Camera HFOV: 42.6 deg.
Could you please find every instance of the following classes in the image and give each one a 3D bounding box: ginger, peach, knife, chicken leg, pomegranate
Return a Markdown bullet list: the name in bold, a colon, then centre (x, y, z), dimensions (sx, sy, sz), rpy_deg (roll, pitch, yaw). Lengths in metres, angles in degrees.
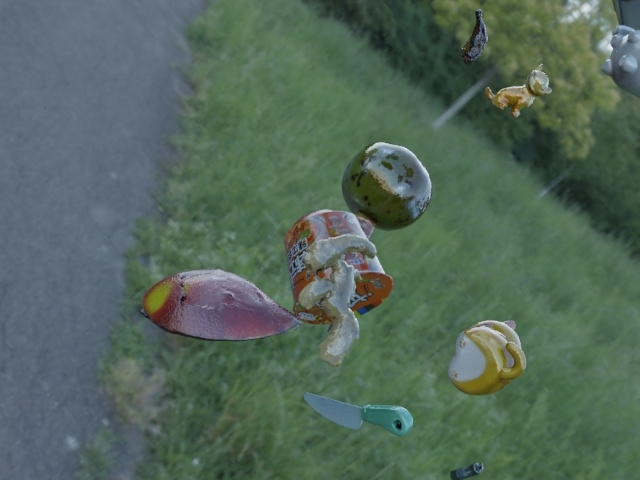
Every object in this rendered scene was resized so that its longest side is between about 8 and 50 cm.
- **ginger**: centre (0.019, 0.108, 1.569), dimensions (0.149, 0.258, 0.065), rpy_deg (17, -9, -19)
- **peach**: centre (-0.167, 0.106, 1.400), dimensions (0.189, 0.280, 0.068), rpy_deg (-95, -169, -64)
- **knife**: centre (0.072, 0.352, 1.659), dimensions (0.035, 0.261, 0.063), rpy_deg (-23, 109, -49)
- **chicken leg**: centre (0.400, -0.524, 2.113), dimensions (0.037, 0.145, 0.062), rpy_deg (17, 6, -45)
- **pomegranate**: centre (0.164, -0.135, 2.431), dimensions (0.290, 0.323, 0.291), rpy_deg (48, 5, -6)

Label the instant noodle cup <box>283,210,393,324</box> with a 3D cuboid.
- **instant noodle cup**: centre (0.028, 0.062, 1.961), dimensions (0.250, 0.250, 0.192), rpy_deg (42, 25, -57)

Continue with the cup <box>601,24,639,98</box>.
- **cup**: centre (0.670, -0.381, 1.688), dimensions (0.142, 0.173, 0.134), rpy_deg (21, -17, -16)

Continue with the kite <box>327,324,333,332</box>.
- **kite**: centre (0.046, 0.260, 2.368), dimensions (0.002, 0.044, 0.078), rpy_deg (41, -1, -41)

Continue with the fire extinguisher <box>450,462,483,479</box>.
- **fire extinguisher**: centre (0.313, 0.482, 1.720), dimensions (0.025, 0.083, 0.038), rpy_deg (57, 39, 0)

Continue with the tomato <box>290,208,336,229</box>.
- **tomato**: centre (0.000, 0.000, 2.217), dimensions (0.136, 0.195, 0.195), rpy_deg (54, 6, 29)

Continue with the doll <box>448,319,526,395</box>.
- **doll**: centre (0.401, 0.275, 1.974), dimensions (0.162, 0.166, 0.269), rpy_deg (21, 13, 10)

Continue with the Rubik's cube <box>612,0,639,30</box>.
- **Rubik's cube**: centre (0.829, -0.643, 1.845), dimensions (0.344, 0.347, 0.346), rpy_deg (57, 30, -47)

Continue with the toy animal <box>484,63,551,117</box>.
- **toy animal**: centre (0.294, -0.226, 1.204), dimensions (0.081, 0.083, 0.060), rpy_deg (36, 22, 10)
